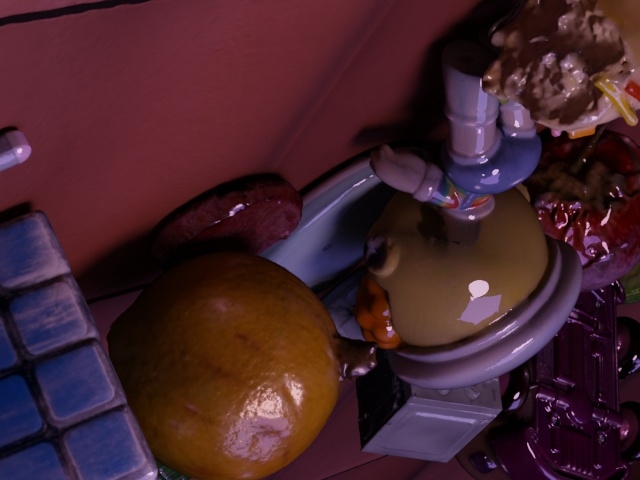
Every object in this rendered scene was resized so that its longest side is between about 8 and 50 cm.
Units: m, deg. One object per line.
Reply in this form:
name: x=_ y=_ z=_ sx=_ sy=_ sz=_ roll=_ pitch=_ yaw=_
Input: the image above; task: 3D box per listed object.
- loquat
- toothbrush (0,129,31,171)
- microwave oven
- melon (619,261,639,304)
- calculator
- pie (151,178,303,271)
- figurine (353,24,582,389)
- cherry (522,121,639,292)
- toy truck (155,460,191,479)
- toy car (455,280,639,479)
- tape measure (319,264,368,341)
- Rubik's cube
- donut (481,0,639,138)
loquat: x=-0.068 y=0.116 z=1.574 sx=0.246 sy=0.213 sz=0.213 roll=-4 pitch=163 yaw=7
toothbrush: x=-0.371 y=-0.001 z=1.258 sx=0.342 sy=0.025 sz=0.030 roll=-25 pitch=159 yaw=-9
microwave oven: x=0.112 y=0.127 z=1.959 sx=0.122 sy=0.208 sz=0.162 roll=11 pitch=145 yaw=-21
melon: x=0.453 y=0.002 z=2.180 sx=0.323 sy=0.124 sz=0.196 roll=-19 pitch=-179 yaw=45
calculator: x=0.000 y=0.000 z=1.762 sx=0.295 sy=0.042 sz=0.184 roll=-42 pitch=157 yaw=30
pie: x=-0.086 y=-0.012 z=1.617 sx=0.154 sy=0.036 sz=0.154 roll=-24 pitch=161 yaw=-9
figurine: x=0.139 y=-0.011 z=1.624 sx=0.224 sy=0.205 sz=0.382 roll=-38 pitch=145 yaw=-21
cherry: x=0.275 y=-0.029 z=1.902 sx=0.192 sy=0.175 sz=0.249 roll=-52 pitch=-178 yaw=-16
toy truck: x=-0.238 y=0.258 z=1.963 sx=0.242 sy=0.125 sz=0.101 roll=-32 pitch=162 yaw=13
toy car: x=0.238 y=0.164 z=2.090 sx=0.271 sy=0.340 sz=0.240 roll=24 pitch=147 yaw=-37
tape measure: x=-0.008 y=0.119 z=1.930 sx=0.164 sy=0.084 sz=0.330 roll=-34 pitch=177 yaw=-26
Rubik's cube: x=-0.297 y=0.167 z=1.435 sx=0.259 sy=0.256 sz=0.253 roll=-23 pitch=161 yaw=-14
donut: x=0.273 y=-0.237 z=1.355 sx=0.307 sy=0.150 sz=0.371 roll=-30 pitch=157 yaw=-10
